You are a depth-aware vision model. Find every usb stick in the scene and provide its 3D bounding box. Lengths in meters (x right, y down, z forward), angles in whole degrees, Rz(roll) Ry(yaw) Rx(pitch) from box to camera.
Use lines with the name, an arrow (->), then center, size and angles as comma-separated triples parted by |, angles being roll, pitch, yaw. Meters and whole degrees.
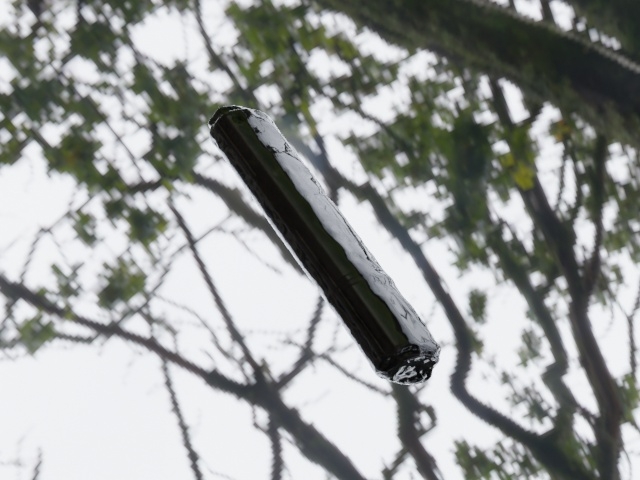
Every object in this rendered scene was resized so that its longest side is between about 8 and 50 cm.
usb stick -> 0.000, 0.000, 1.218 | 0.045, 0.077, 0.278 | -47, -119, 22
